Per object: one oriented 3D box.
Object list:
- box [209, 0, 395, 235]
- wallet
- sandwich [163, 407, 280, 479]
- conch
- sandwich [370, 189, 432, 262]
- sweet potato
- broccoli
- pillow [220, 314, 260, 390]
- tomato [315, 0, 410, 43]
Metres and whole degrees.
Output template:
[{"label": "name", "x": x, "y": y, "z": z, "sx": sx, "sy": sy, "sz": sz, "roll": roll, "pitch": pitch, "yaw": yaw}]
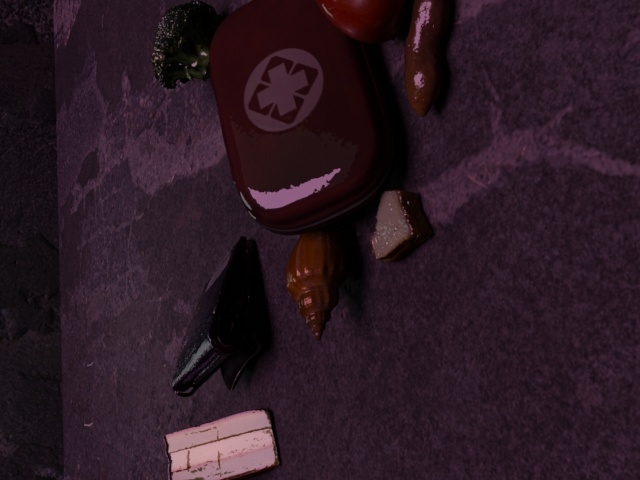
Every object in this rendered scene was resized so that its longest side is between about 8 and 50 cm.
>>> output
[{"label": "box", "x": -0.035, "y": -0.208, "z": 1.144, "sx": 0.263, "sy": 0.108, "sz": 0.403, "roll": -24, "pitch": 66, "yaw": 20}, {"label": "wallet", "x": -0.199, "y": 0.147, "z": 1.450, "sx": 0.221, "sy": 0.072, "sz": 0.262, "roll": -50, "pitch": 26, "yaw": 47}, {"label": "sandwich", "x": -0.184, "y": 0.387, "z": 1.392, "sx": 0.187, "sy": 0.144, "sz": 0.117, "roll": -39, "pitch": 59, "yaw": 50}, {"label": "conch", "x": 0.005, "y": -0.001, "z": 1.175, "sx": 0.093, "sy": 0.109, "sz": 0.330, "roll": -7, "pitch": 60, "yaw": 25}, {"label": "sandwich", "x": 0.105, "y": -0.021, "z": 1.063, "sx": 0.105, "sy": 0.036, "sz": 0.093, "roll": -49, "pitch": 50, "yaw": 46}, {"label": "sweet potato", "x": 0.141, "y": -0.273, "z": 1.007, "sx": 0.065, "sy": 0.051, "sz": 0.218, "roll": 9, "pitch": 95, "yaw": 61}, {"label": "broccoli", "x": -0.273, "y": -0.403, "z": 1.567, "sx": 0.156, "sy": 0.195, "sz": 0.195, "roll": 46, "pitch": 129, "yaw": 23}, {"label": "pillow", "x": -0.155, "y": 0.212, "z": 1.434, "sx": 0.135, "sy": 0.055, "sz": 0.091, "roll": -59, "pitch": 11, "yaw": 33}, {"label": "tomato", "x": 0.058, "y": -0.357, "z": 1.032, "sx": 0.167, "sy": 0.167, "sz": 0.167, "roll": -5, "pitch": 84, "yaw": 57}]
